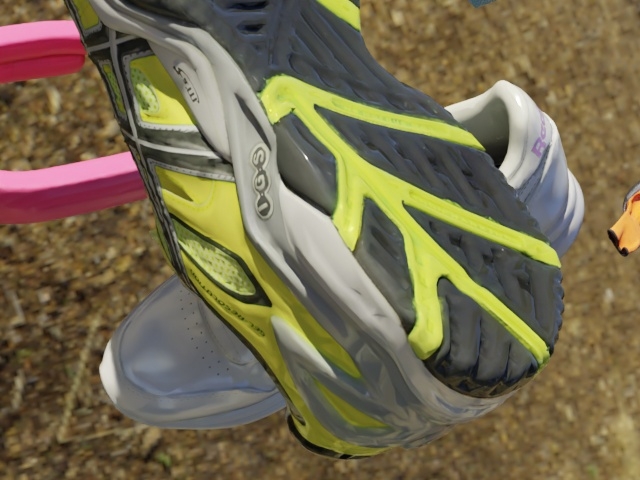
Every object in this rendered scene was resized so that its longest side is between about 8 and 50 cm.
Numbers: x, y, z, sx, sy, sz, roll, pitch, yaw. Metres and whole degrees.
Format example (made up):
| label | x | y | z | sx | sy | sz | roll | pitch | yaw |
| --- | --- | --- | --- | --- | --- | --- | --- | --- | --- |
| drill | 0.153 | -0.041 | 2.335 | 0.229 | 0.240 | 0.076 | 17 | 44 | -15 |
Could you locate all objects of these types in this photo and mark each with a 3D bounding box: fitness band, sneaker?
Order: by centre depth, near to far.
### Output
| label | x | y | z | sx | sy | sz | roll | pitch | yaw |
| --- | --- | --- | --- | --- | --- | --- | --- | --- | --- |
| sneaker | -0.052 | -0.066 | 0.633 | 0.145 | 0.147 | 0.384 | -12 | 64 | -43 |
| sneaker | 0.000 | 0.000 | 0.780 | 0.114 | 0.305 | 0.152 | 62 | 0 | 32 |
| fitness band | -0.237 | -0.110 | 1.194 | 0.291 | 0.054 | 0.209 | -16 | 52 | -33 |

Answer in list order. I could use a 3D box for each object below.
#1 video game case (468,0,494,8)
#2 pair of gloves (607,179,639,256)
| label | x | y | z | sx | sy | sz | roll | pitch | yaw |
| --- | --- | --- | --- | --- | --- | --- | --- | --- | --- |
| video game case | 0.159 | -0.306 | 1.040 | 0.269 | 0.244 | 0.061 | 35 | 50 | -45 |
| pair of gloves | 0.204 | 0.003 | 0.791 | 0.074 | 0.010 | 0.083 | -42 | 98 | -35 |
